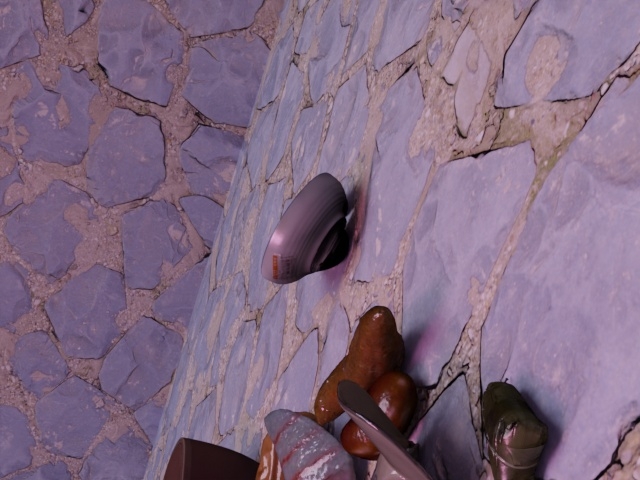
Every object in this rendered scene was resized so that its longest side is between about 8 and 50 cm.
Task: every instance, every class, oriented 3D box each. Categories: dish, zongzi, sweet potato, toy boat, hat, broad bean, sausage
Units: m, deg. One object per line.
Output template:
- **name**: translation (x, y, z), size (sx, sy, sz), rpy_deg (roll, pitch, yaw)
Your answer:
- **dish**: translation (0.000, 0.000, 1.658), size (0.273, 0.134, 0.273), rpy_deg (-54, -13, -18)
- **zongzi**: translation (0.214, 0.240, 0.907), size (0.154, 0.062, 0.130), rpy_deg (-111, 26, -72)
- **sweet potato**: translation (0.081, 0.203, 1.259), size (0.092, 0.114, 0.341), rpy_deg (59, 146, 28)
- **toy boat**: translation (-0.030, 0.401, 1.360), size (0.206, 0.096, 0.282), rpy_deg (-53, 38, 22)
- **hat**: translation (0.082, 0.319, 1.020), size (0.149, 0.245, 0.214), rpy_deg (-53, 17, 2)
- **broad bean**: translation (0.097, 0.276, 1.186), size (0.165, 0.084, 0.114), rpy_deg (-65, 28, 15)
- **sausage**: translation (-0.061, 0.452, 1.475), size (0.136, 0.120, 0.241), rpy_deg (-28, 46, 59)

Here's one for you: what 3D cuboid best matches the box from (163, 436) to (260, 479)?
- **box**: translation (-0.268, 0.642, 1.824), size (0.301, 0.216, 0.301), rpy_deg (-167, 90, -71)
